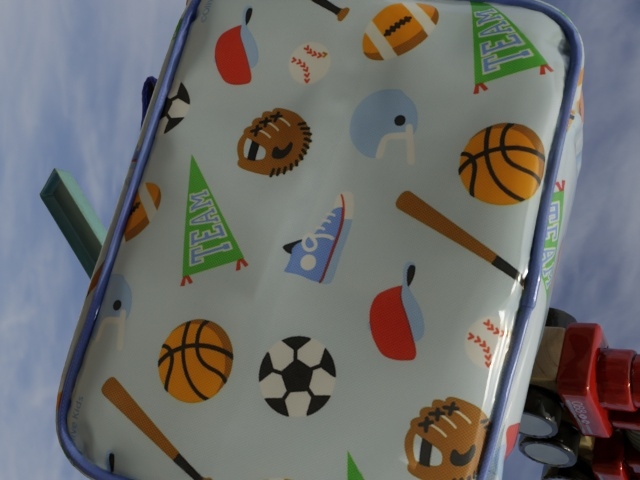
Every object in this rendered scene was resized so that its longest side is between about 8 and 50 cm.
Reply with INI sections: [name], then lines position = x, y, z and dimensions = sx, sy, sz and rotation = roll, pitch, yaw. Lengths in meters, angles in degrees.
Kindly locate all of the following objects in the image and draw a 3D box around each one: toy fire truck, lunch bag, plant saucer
[toy fire truck]
position = 0.329, 0.152, 0.698
dimensions = 0.247, 0.217, 0.158
rotation = -3, -132, 36
[lunch bag]
position = 0.000, 0.000, 0.388
dimensions = 0.243, 0.115, 0.303
rotation = 12, -102, 19
[plant saucer]
position = -0.220, 0.019, 0.726
dimensions = 0.067, 0.018, 0.192
rotation = -34, -94, 50

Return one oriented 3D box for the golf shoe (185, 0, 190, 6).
[golf shoe]
position = -0.023, -0.269, 0.602
dimensions = 0.115, 0.140, 0.306
rotation = 103, -2, -63
